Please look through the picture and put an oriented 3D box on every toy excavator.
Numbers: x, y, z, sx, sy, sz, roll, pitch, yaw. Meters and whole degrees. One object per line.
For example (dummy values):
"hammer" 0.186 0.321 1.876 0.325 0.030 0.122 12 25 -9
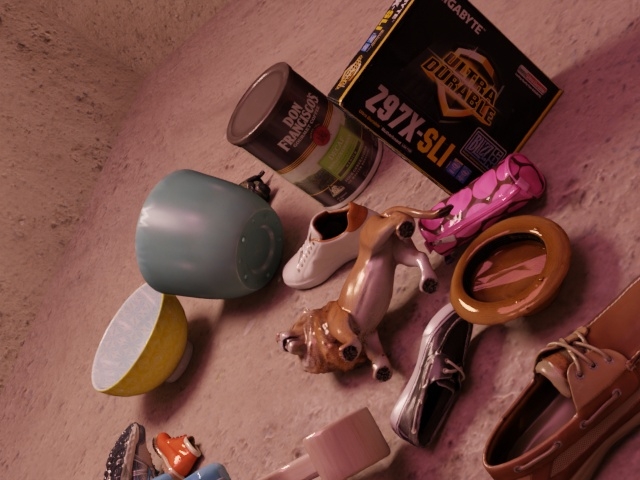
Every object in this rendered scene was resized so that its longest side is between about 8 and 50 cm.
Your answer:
"toy excavator" -0.151 0.417 1.265 0.445 0.222 0.433 -23 -16 -28

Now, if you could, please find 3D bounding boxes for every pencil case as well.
"pencil case" 0.257 -0.053 1.320 0.209 0.095 0.098 -39 -3 33

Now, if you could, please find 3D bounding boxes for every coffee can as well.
"coffee can" -0.032 -0.219 1.751 0.201 0.275 0.201 -38 33 31

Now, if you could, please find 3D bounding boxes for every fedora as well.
"fedora" 0.282 0.055 1.176 0.194 0.079 0.194 -30 38 27

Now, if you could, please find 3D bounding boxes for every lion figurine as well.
"lion figurine" 0.079 0.077 1.375 0.392 0.142 0.240 -58 21 10

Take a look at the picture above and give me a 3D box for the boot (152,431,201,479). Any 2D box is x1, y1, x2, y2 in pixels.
"boot" -0.299 0.436 1.720 0.085 0.059 0.158 -51 33 -4

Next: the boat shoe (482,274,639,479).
"boat shoe" 0.312 0.172 0.961 0.324 0.120 0.122 -56 28 1

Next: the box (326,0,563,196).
"box" 0.208 -0.242 1.349 0.257 0.322 0.079 -53 27 5

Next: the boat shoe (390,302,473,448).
"boat shoe" 0.179 0.198 1.198 0.070 0.077 0.219 18 84 62

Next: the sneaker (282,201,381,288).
"sneaker" 0.000 0.000 1.635 0.290 0.123 0.106 -33 37 38

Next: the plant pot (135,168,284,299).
"plant pot" -0.225 -0.001 1.825 0.235 0.293 0.293 10 66 30

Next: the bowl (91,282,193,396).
"bowl" -0.399 0.256 1.952 0.289 0.156 0.289 -39 32 30

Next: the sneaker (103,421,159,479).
"sneaker" -0.373 0.511 1.678 0.110 0.122 0.283 -46 35 35

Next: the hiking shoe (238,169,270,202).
"hiking shoe" -0.179 -0.096 2.053 0.114 0.086 0.227 -46 28 25
